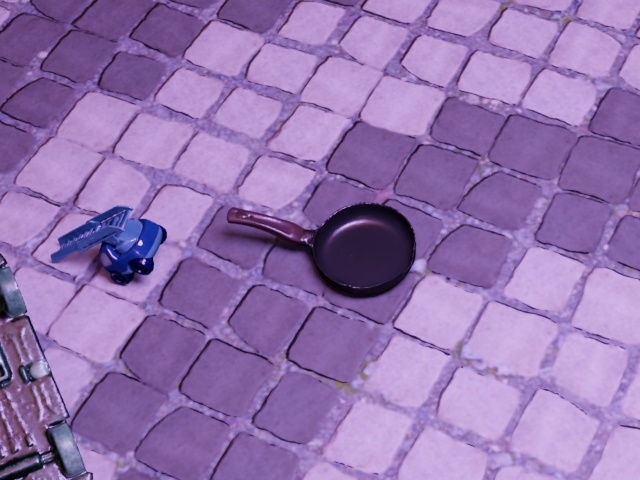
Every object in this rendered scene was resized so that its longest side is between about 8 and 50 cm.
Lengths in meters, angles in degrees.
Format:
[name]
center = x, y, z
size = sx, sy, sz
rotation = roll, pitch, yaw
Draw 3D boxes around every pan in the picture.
[pan]
center = 0.000, 0.002, 1.541
size = 0.212, 0.040, 0.115
rotation = 11, 56, 7

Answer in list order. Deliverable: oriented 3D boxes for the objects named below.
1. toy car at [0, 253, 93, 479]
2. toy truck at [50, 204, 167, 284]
[toy car]
center = -0.334, 0.160, 1.416
size = 0.136, 0.125, 0.306
rotation = -22, 75, -15
[toy truck]
center = -0.234, 0.010, 1.560
size = 0.136, 0.074, 0.063
rotation = -25, 37, 42
